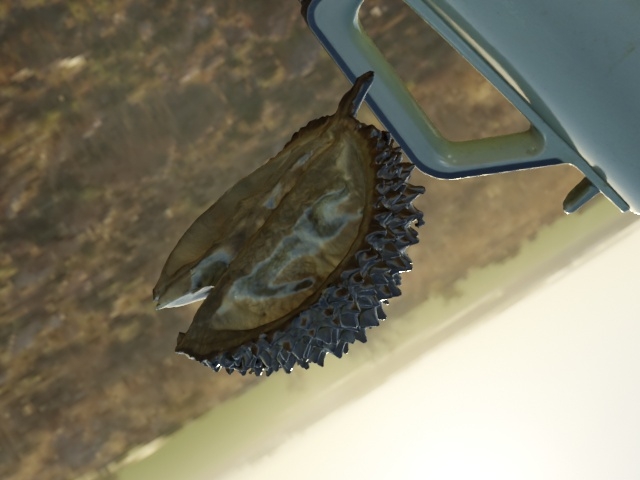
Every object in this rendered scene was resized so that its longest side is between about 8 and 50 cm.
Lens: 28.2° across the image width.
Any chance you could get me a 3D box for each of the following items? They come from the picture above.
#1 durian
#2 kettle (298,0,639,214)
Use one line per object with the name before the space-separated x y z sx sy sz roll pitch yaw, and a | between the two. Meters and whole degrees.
durian | -0.001 0.000 0.531 0.071 0.110 0.140 37 82 -45
kettle | 0.206 -0.200 1.170 0.361 0.377 0.250 -44 -165 24
